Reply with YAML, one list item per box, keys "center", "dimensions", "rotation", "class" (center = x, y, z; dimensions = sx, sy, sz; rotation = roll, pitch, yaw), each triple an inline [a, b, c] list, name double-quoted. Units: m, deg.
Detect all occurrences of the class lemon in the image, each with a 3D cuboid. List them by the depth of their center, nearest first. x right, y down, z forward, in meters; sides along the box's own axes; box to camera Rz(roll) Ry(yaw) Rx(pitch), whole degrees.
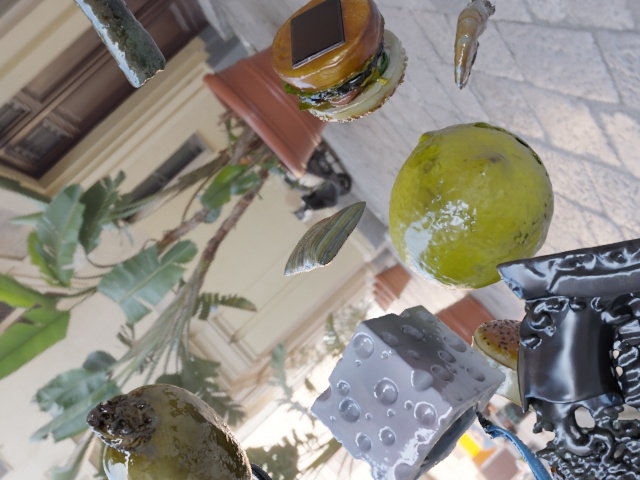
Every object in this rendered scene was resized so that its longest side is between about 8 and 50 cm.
- center: [0.310, -0.064, 1.358]
  dimensions: [0.350, 0.349, 0.387]
  rotation: [46, 157, 20]
  class: "lemon"

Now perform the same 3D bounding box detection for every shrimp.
- center: [0.266, -0.347, 1.105]
  dimensions: [0.053, 0.236, 0.133]
  rotation: [3, 133, 23]
  class: "shrimp"

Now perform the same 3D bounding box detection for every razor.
- center: [0.331, 0.363, 0.975]
  dimensions: [0.082, 0.042, 0.253]
  rotation: [51, -179, -42]
  class: "razor"

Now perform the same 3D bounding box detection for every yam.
- center: [-0.280, -0.307, 0.777]
  dimensions: [0.061, 0.061, 0.253]
  rotation: [44, 167, 52]
  class: "yam"

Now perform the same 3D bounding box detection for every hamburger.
- center: [0.048, -0.405, 1.440]
  dimensions: [0.291, 0.291, 0.225]
  rotation: [45, 179, 42]
  class: "hamburger"
- center: [0.535, 0.313, 1.654]
  dimensions: [0.300, 0.176, 0.300]
  rotation: [19, -165, -5]
  class: "hamburger"

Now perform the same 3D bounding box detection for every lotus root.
- center: [-0.200, 0.294, 0.879]
  dimensions: [0.343, 0.151, 0.169]
  rotation: [67, -170, -48]
  class: "lotus root"

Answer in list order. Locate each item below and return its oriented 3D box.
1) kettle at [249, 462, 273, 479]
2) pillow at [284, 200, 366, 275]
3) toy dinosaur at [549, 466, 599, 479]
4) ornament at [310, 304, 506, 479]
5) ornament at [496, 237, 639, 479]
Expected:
- center: [-0.173, 0.663, 1.594]
  dimensions: [0.202, 0.143, 0.232]
  rotation: [-100, -17, -46]
  class: "kettle"
- center: [0.000, 0.000, 0.941]
  dimensions: [0.038, 0.113, 0.203]
  rotation: [39, 162, -9]
  class: "pillow"
- center: [0.327, 0.339, 0.764]
  dimensions: [0.097, 0.432, 0.208]
  rotation: [7, -132, -39]
  class: "toy dinosaur"
- center: [0.174, 0.305, 1.270]
  dimensions: [0.239, 0.240, 0.239]
  rotation: [41, -153, 29]
  class: "ornament"
- center: [0.301, 0.125, 0.597]
  dimensions: [0.106, 0.251, 0.261]
  rotation: [-7, -97, -55]
  class: "ornament"
